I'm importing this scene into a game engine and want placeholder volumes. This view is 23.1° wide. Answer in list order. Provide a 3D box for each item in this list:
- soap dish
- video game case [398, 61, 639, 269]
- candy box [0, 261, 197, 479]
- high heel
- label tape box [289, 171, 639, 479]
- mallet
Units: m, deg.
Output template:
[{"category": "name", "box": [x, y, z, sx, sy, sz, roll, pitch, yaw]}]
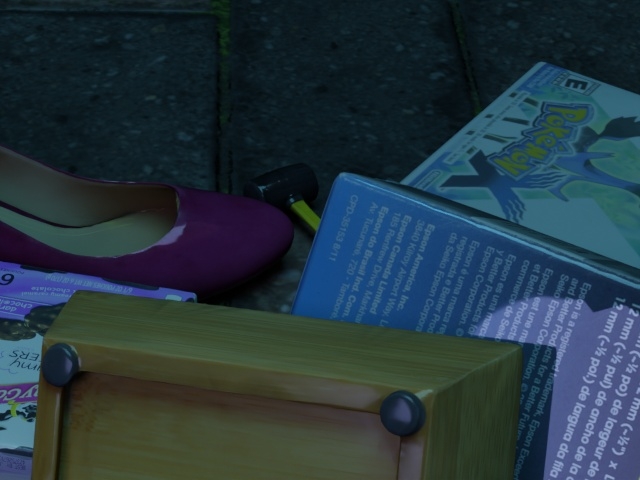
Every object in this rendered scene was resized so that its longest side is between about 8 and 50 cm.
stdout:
[{"category": "soap dish", "box": [-0.039, 0.157, 0.909, 0.291, 0.228, 0.118, 6, 2, 21]}, {"category": "video game case", "box": [0.248, -0.037, 1.379, 0.300, 0.036, 0.329, 23, 41, 25]}, {"category": "candy box", "box": [-0.192, 0.108, 1.126, 0.165, 0.070, 0.196, 9, 36, 8]}, {"category": "high heel", "box": [-0.206, -0.039, 1.231, 0.377, 0.181, 0.127, -6, 37, -11]}, {"category": "label tape box", "box": [0.138, 0.130, 0.962, 0.348, 0.249, 0.115, 21, 6, 21]}, {"category": "mallet", "box": [0.000, 0.000, 1.319, 0.062, 0.039, 0.189, -15, 44, -24]}]
